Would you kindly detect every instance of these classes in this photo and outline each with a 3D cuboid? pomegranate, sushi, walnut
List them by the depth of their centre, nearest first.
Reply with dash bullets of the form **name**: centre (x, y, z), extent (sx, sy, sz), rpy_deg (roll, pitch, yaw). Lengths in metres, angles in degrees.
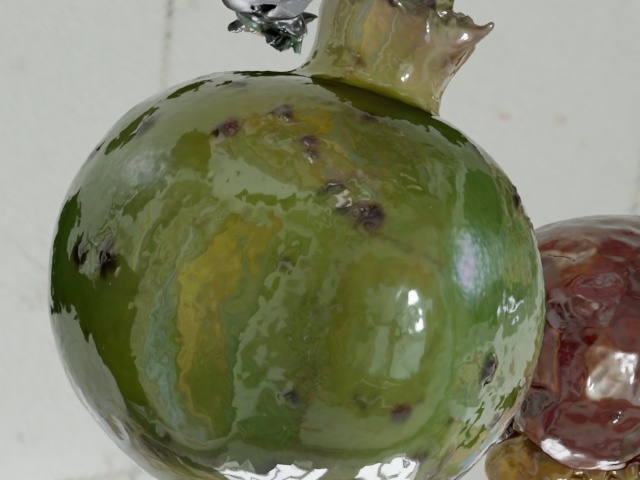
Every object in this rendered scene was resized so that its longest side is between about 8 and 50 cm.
- **pomegranate**: centre (-0.001, 0.008, 0.461), extent (0.130, 0.130, 0.130), rpy_deg (-14, 121, -25)
- **sushi**: centre (-0.024, -0.139, 0.864), extent (0.056, 0.083, 0.084), rpy_deg (3, 142, -14)
- **walnut**: centre (0.241, 0.101, 1.483), extent (0.269, 0.222, 0.243), rpy_deg (-5, 79, -25)

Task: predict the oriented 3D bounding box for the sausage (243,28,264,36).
- **sausage**: centre (-0.031, -0.196, 1.018), extent (0.047, 0.040, 0.176), rpy_deg (-2, 98, 13)
